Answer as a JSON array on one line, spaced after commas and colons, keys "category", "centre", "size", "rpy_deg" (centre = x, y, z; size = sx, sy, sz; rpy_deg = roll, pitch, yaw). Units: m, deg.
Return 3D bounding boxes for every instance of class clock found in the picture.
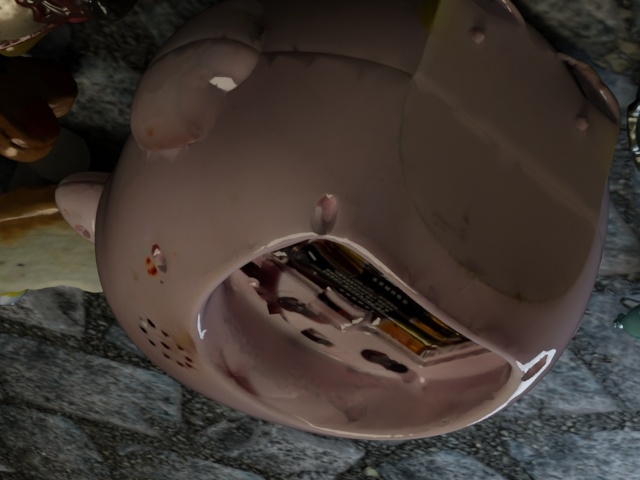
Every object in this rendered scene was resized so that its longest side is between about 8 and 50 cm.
[{"category": "clock", "centre": [0.000, 0.000, 1.158], "size": [0.368, 0.250, 0.377], "rpy_deg": [35, 145, -28]}]

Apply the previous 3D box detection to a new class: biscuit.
[{"category": "biscuit", "centre": [-0.194, 0.002, 1.386], "size": [0.309, 0.040, 0.204], "rpy_deg": [1, 155, -13]}, {"category": "biscuit", "centre": [-0.300, -0.138, 1.196], "size": [0.250, 0.165, 0.036], "rpy_deg": [22, 115, -12]}]

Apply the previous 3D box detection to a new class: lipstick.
[{"category": "lipstick", "centre": [-0.260, -0.017, 1.452], "size": [0.059, 0.059, 0.264], "rpy_deg": [23, 148, -11]}]

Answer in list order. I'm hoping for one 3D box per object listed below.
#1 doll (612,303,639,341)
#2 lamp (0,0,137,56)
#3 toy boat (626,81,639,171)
[{"category": "doll", "centre": [0.322, 0.076, 1.312], "size": [0.159, 0.059, 0.158], "rpy_deg": [-5, 145, 36]}, {"category": "lamp", "centre": [-0.228, -0.180, 1.118], "size": [0.253, 0.118, 0.118], "rpy_deg": [-6, 142, 32]}, {"category": "toy boat", "centre": [0.246, -0.059, 1.108], "size": [0.075, 0.077, 0.185], "rpy_deg": [5, 148, 22]}]
